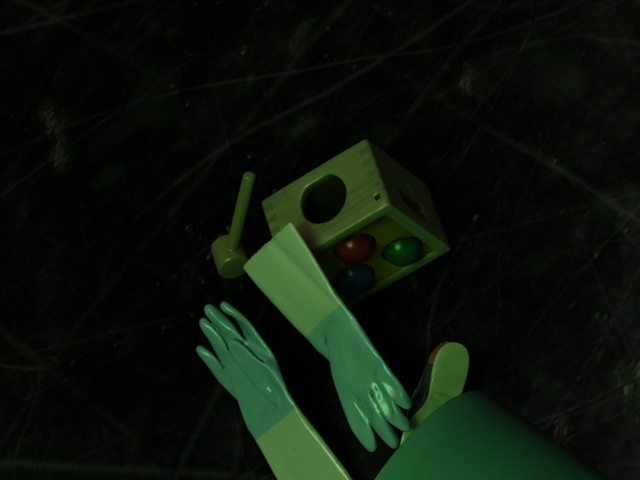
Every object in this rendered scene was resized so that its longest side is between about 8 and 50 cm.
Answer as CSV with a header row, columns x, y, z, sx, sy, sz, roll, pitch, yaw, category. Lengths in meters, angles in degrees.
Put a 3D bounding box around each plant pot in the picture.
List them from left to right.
x,y,z,sx,sy,sz,roll,pitch,yaw,category
0.163,0.305,1.580,0.235,0.293,0.293,28,86,24,plant pot

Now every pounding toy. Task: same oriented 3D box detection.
x,y,z,sx,sy,sz,roll,pitch,yaw,category
-0.010,0.000,1.879,0.206,0.181,0.094,-31,56,19,pounding toy

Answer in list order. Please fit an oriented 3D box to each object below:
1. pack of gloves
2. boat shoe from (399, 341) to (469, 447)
x,y,z,sx,sy,sz,roll,pitch,yaw,category
-0.011,0.124,1.853,0.195,0.046,0.232,-43,75,38,pack of gloves
0.105,0.161,1.823,0.043,0.049,0.137,158,131,-75,boat shoe
